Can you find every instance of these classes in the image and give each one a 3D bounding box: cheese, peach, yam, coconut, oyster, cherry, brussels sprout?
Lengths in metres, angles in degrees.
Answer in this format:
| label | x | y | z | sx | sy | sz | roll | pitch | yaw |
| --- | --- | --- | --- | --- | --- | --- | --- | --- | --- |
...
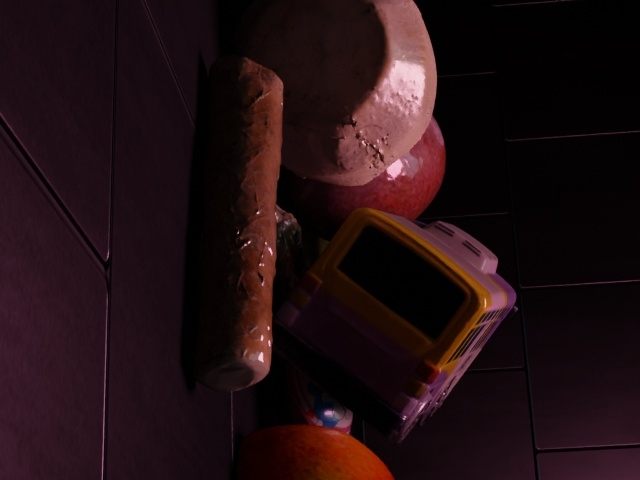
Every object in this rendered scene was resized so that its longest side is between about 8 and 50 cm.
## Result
| label | x | y | z | sx | sy | sz | roll | pitch | yaw |
| --- | --- | --- | --- | --- | --- | --- | --- | --- | --- |
| cheese | 0.009 | 0.243 | 1.720 | 0.155 | 0.062 | 0.244 | 32 | 31 | -55 |
| peach | -0.017 | 0.291 | 1.299 | 0.190 | 0.226 | 0.196 | -2 | 126 | -55 |
| yam | -0.074 | -0.022 | 1.164 | 0.081 | 0.081 | 0.356 | 80 | 8 | -54 |
| coconut | 0.019 | -0.184 | 1.484 | 0.247 | 0.245 | 0.245 | 21 | 65 | -78 |
| oyster | -0.041 | 0.024 | 1.739 | 0.108 | 0.053 | 0.165 | -106 | -179 | -58 |
| cherry | 0.063 | -0.124 | 1.909 | 0.307 | 0.221 | 0.261 | 2 | 77 | -41 |
| brussels sprout | 0.013 | -0.013 | 2.050 | 0.155 | 0.117 | 0.155 | -170 | -90 | -78 |

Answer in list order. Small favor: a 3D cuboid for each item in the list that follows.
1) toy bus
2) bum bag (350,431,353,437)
| label | x | y | z | sx | sy | sz | roll | pitch | yaw |
| --- | --- | --- | --- | --- | --- | --- | --- | --- | --- |
| toy bus | 0.111 | 0.093 | 1.673 | 0.249 | 0.209 | 0.440 | -55 | 167 | 6 |
| bum bag | 0.006 | 0.337 | 1.789 | 0.340 | 0.095 | 0.144 | -97 | 171 | -60 |
